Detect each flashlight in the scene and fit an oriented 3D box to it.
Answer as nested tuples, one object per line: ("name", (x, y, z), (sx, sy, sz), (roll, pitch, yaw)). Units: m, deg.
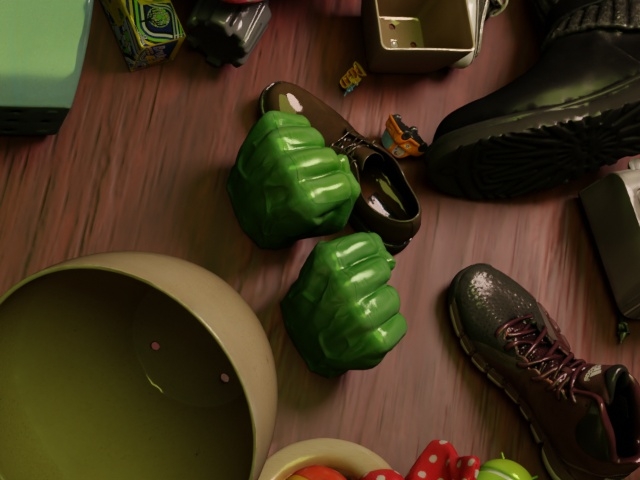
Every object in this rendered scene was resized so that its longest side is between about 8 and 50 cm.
("flashlight", (-0.051, -0.327, 1.777), (0.103, 0.103, 0.304), (44, 62, -36))

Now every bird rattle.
("bird rattle", (0.022, 0.264, 1.539), (0.207, 0.143, 0.253), (34, 68, 29))

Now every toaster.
("toaster", (0.395, -0.002, 1.779), (0.168, 0.110, 0.185), (-10, 73, -20))

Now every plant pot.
("plant pot", (-0.314, -0.231, 1.619), (0.166, 0.165, 0.234), (1, 78, -18))
("plant pot", (-0.154, 0.126, 1.493), (0.284, 0.284, 0.191), (43, 28, 2))
("plant pot", (0.098, -0.238, 1.784), (0.109, 0.096, 0.109), (-1, 70, -17))

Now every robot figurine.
("robot figurine", (0.174, 0.270, 1.626), (0.101, 0.067, 0.115), (36, 63, 3))

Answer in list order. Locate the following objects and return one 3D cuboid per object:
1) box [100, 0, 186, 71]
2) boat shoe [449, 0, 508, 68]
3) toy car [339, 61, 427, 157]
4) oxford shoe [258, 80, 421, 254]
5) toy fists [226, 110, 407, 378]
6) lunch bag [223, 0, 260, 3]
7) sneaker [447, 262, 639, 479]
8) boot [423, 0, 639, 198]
("box", (-0.205, -0.271, 1.721), (0.054, 0.059, 0.169), (-19, 76, -25))
("boat shoe", (0.181, -0.292, 1.842), (0.070, 0.078, 0.219), (11, 65, -13))
("toy car", (0.068, -0.136, 1.780), (0.040, 0.060, 0.122), (-43, 63, 16))
("oxford shoe", (0.028, -0.093, 1.707), (0.227, 0.096, 0.083), (44, 65, 4))
("toy fists", (0.000, 0.000, 1.634), (0.096, 0.142, 0.279), (-18, 76, -23))
("lunch bag", (-0.042, -0.399, 1.690), (0.293, 0.120, 0.258), (-25, 67, -20))
("sneaker", (0.251, 0.124, 1.654), (0.106, 0.162, 0.281), (-31, 81, -25))
("boot", (0.258, -0.203, 1.796), (0.348, 0.131, 0.260), (-17, 57, 0))
